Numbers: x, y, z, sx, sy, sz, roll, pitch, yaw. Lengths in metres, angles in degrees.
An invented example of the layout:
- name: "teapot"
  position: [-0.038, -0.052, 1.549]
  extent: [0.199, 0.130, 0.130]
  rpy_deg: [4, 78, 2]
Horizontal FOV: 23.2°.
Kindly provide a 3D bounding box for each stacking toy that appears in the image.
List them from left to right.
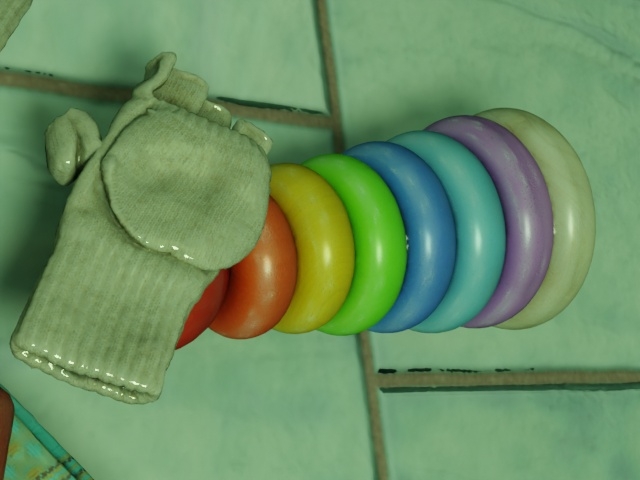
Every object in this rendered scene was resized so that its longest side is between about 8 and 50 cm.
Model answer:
- name: "stacking toy"
  position: [0.000, 0.000, 0.900]
  extent: [0.330, 0.141, 0.141]
  rpy_deg: [-7, 80, -36]

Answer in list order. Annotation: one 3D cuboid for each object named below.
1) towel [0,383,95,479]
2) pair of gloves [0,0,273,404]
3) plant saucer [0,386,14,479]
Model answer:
- name: "towel"
  position: [-0.207, 0.151, 0.642]
  extent: [0.370, 0.040, 0.271]
  rpy_deg: [47, 47, 2]
- name: "pair of gloves"
  position: [-0.141, -0.047, 0.761]
  extent: [0.240, 0.042, 0.204]
  rpy_deg: [30, 47, -2]
- name: "plant saucer"
  position: [-0.249, 0.127, 0.579]
  extent: [0.259, 0.048, 0.258]
  rpy_deg: [18, 52, -20]
